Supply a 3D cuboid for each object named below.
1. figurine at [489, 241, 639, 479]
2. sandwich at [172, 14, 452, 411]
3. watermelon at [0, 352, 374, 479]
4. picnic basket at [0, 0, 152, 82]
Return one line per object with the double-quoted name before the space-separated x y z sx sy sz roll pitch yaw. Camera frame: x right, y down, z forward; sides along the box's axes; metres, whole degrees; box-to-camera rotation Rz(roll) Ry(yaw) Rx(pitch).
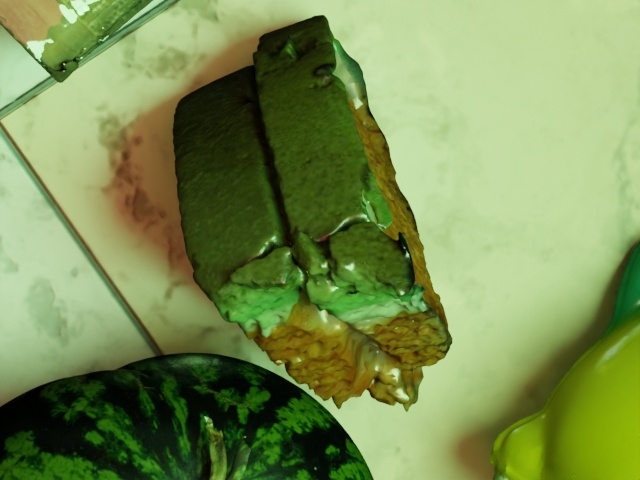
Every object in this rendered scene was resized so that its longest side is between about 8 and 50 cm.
"figurine" 0.282 0.125 0.874 0.340 0.231 0.323 -29 60 -22
"sandwich" -0.005 -0.013 0.809 0.109 0.292 0.212 -21 140 6
"watermelon" -0.094 0.191 0.783 0.269 0.269 0.269 -1 95 -15
"picnic basket" -0.143 -0.196 0.732 0.139 0.266 0.165 -43 107 -1
